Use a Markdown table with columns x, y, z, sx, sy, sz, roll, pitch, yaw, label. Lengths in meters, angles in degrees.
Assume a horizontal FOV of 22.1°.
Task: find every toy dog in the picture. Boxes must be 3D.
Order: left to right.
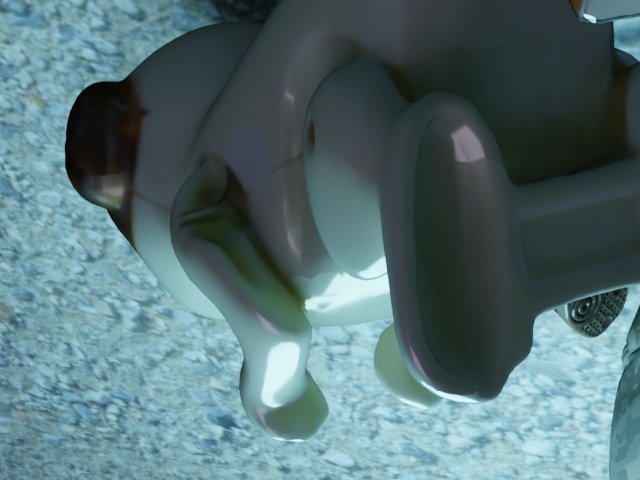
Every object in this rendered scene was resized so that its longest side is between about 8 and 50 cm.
| x | y | z | sx | sy | sz | roll | pitch | yaw | label |
| --- | --- | --- | --- | --- | --- | --- | --- | --- | --- |
| 0.001 | -0.060 | 1.062 | 0.408 | 0.284 | 0.395 | -11 | 101 | 52 | toy dog |

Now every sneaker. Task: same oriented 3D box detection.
| x | y | z | sx | sy | sz | roll | pitch | yaw | label |
| --- | --- | --- | --- | --- | --- | --- | --- | --- | --- |
| 0.178 | 0.004 | 1.259 | 0.071 | 0.066 | 0.188 | 41 | 173 | 43 | sneaker |

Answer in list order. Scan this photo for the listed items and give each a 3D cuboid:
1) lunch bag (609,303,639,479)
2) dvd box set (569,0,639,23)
| x | y | z | sx | sy | sz | roll | pitch | yaw | label |
| --- | --- | --- | --- | --- | --- | --- | --- | --- | --- |
| 0.340 | 0.112 | 1.110 | 0.212 | 0.256 | 0.305 | 34 | 146 | -12 | lunch bag |
| 0.270 | -0.272 | 0.661 | 0.308 | 0.062 | 0.420 | -11 | 146 | -9 | dvd box set |
